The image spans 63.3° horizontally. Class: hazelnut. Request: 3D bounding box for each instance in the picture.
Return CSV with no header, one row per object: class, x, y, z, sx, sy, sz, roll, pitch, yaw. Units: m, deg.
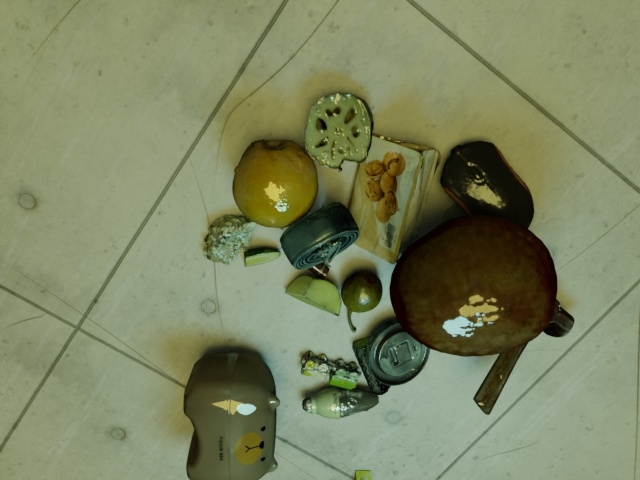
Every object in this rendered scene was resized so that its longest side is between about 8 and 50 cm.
hazelnut,0.382,0.111,1.334,0.421,0.421,0.352,-35,95,11

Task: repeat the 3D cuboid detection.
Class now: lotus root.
lotus root,0.043,-0.285,1.375,0.183,0.078,0.203,15,89,-15

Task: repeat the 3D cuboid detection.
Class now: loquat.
loquat,-0.118,-0.143,1.359,0.244,0.244,0.243,0,111,-1

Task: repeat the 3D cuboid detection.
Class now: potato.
potato,-0.014,0.156,1.565,0.149,0.120,0.081,33,75,-32

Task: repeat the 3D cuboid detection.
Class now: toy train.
toy train,0.029,0.419,1.665,0.202,0.060,0.081,16,115,-6

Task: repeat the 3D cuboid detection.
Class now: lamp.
lamp,0.065,0.525,1.686,0.250,0.101,0.101,-5,111,-4

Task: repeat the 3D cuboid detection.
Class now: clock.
clock,0.241,0.346,1.618,0.215,0.042,0.214,-5,105,-19

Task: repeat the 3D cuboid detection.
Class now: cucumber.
cucumber,-0.173,0.041,1.525,0.108,0.035,0.067,-11,150,-13
cucumber,0.169,0.412,1.664,0.078,0.062,0.211,-19,110,5

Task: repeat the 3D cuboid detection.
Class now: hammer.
hammer,0.570,0.325,1.557,0.243,0.095,0.408,35,84,-18

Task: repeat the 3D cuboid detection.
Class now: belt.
belt,0.000,0.000,1.407,0.207,0.267,0.116,-26,77,-8

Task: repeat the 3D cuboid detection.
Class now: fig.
fig,0.112,0.193,1.572,0.124,0.124,0.236,10,133,-5

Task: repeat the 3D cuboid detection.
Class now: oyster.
oyster,-0.265,-0.007,1.496,0.125,0.064,0.177,25,109,-15

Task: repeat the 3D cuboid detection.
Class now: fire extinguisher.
fire extinguisher,-0.043,0.053,1.532,0.158,0.043,0.064,39,93,-15

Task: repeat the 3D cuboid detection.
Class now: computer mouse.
computer mouse,0.469,-0.128,1.435,0.183,0.116,0.323,-41,103,8

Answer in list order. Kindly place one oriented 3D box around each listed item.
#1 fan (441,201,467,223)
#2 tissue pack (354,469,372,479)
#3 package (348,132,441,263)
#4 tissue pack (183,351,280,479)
fan,0.494,-0.005,1.539,0.182,0.010,0.310,-42,104,13
tissue pack,0.148,0.916,1.838,0.062,0.095,0.175,3,111,-3
package,0.210,-0.119,1.436,0.165,0.221,0.311,-6,115,-42
tissue pack,-0.263,0.547,1.595,0.277,0.267,0.386,3,110,-5
